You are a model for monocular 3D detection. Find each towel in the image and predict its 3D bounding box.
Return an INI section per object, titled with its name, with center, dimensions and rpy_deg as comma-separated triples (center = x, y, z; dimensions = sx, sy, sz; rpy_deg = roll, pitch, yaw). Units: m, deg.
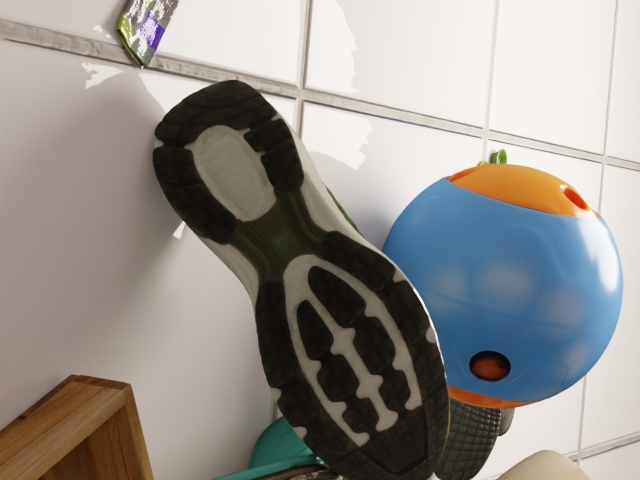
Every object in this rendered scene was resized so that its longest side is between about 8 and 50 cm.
[towel]
center = -0.155, -0.203, 1.296
dimensions = 0.060, 0.009, 0.083
rpy_deg = 59, 46, -47

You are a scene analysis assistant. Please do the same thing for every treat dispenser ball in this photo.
[treat dispenser ball]
center = 0.210, 0.052, 1.689
dimensions = 0.288, 0.288, 0.288
rpy_deg = -15, 108, -58

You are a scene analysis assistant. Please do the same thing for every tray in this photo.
[tray]
center = -0.207, 0.344, 1.234
dimensions = 0.203, 0.076, 0.411
rpy_deg = -41, 128, -50

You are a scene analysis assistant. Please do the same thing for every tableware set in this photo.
[tableware set]
center = 0.231, -0.056, 1.975
dimensions = 0.154, 0.024, 0.104
rpy_deg = -48, 134, -46

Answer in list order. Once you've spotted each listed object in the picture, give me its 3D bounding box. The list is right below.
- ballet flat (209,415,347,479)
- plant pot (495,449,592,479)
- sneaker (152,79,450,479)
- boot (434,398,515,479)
[ballet flat]
center = -0.023, 0.267, 1.336
dimensions = 0.182, 0.164, 0.483
rpy_deg = 65, 13, 3
[plant pot]
center = 0.277, 0.450, 1.939
dimensions = 0.191, 0.284, 0.284
rpy_deg = -20, 117, -19
[sneaker]
center = 0.003, 0.044, 1.331
dimensions = 0.410, 0.158, 0.182
rpy_deg = 61, 6, 17
[boot]
center = 0.233, 0.239, 1.977
dimensions = 0.246, 0.083, 0.161
rpy_deg = -70, 153, -22
